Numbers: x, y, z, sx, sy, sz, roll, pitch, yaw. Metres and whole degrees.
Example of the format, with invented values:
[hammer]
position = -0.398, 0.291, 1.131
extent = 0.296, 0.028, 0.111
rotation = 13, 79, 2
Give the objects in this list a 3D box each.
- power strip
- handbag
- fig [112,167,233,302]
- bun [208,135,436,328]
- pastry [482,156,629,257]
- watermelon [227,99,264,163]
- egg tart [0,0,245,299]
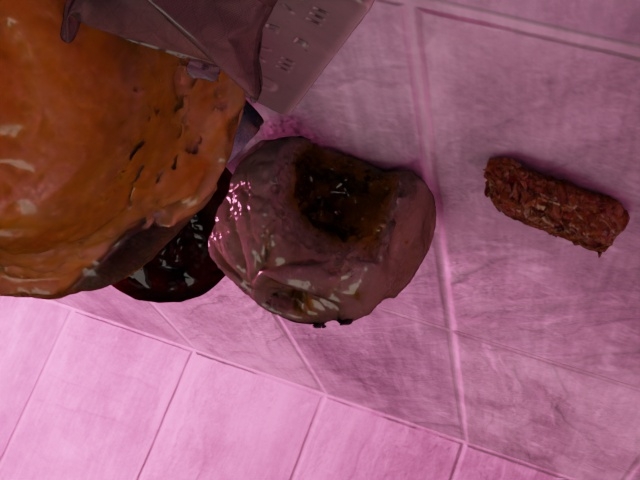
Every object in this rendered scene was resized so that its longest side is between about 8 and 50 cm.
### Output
[power strip]
position = -0.031, -0.200, 0.984
extent = 0.098, 0.058, 0.338
rotation = 24, 163, -9
[handbag]
position = -0.079, -0.235, 0.723
extent = 0.182, 0.117, 0.270
rotation = 19, 119, 0
[fig]
position = -0.223, -0.029, 1.463
extent = 0.263, 0.224, 0.224
rotation = 15, 163, 39
[bun]
position = -0.004, 0.003, 1.309
extent = 0.281, 0.205, 0.281
rotation = 20, 164, 6
[pastry]
position = 0.251, -0.035, 1.133
extent = 0.169, 0.063, 0.087
rotation = 20, 165, 1
[watermelon]
position = -0.255, -0.118, 1.236
extent = 0.322, 0.188, 0.175
rotation = -17, 121, 39
[egg tart]
position = -0.271, -0.138, 0.877
extent = 0.443, 0.443, 0.178
rotation = 27, -164, -16
